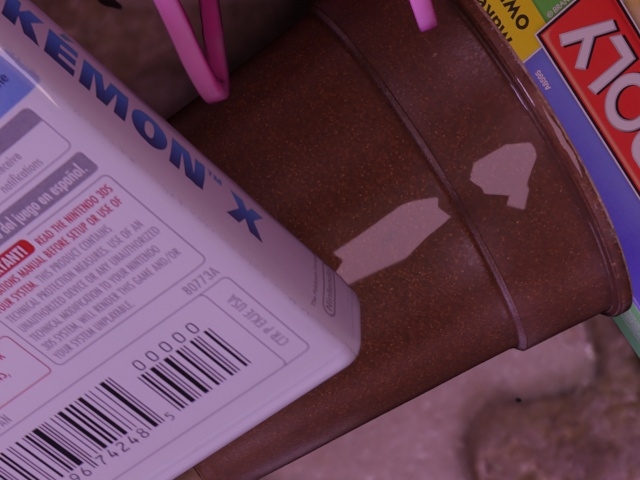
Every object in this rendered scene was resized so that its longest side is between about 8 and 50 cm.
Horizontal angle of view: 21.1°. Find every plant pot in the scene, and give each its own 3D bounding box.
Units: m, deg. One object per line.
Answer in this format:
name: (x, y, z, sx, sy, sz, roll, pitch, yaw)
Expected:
plant pot: (0.000, 0.000, 0.632, 0.165, 0.167, 0.167, -33, 115, -4)

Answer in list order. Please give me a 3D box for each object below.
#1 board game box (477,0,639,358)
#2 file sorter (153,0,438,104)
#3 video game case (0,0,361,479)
board game box: (0.180, -0.078, 0.745, 0.213, 0.046, 0.317, -42, 116, -9)
file sorter: (0.061, -0.191, 0.506, 0.291, 0.182, 0.202, -18, 131, 6)
video game case: (-0.206, 0.022, 0.523, 0.329, 0.036, 0.300, -34, 120, 25)
